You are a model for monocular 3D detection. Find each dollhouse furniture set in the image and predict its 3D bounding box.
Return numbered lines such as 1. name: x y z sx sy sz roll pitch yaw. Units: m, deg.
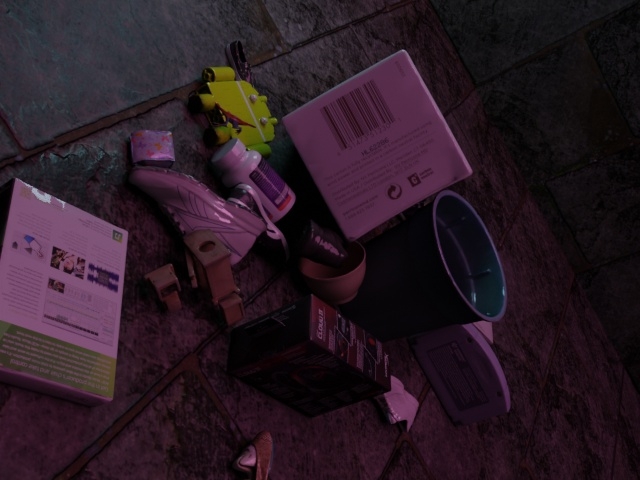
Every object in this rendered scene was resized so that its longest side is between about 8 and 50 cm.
1. dollhouse furniture set: -0.252 0.096 1.504 0.101 0.161 0.181 44 -28 41

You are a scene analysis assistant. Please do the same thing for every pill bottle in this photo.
1. pill bottle: -0.154 -0.135 1.744 0.193 0.108 0.108 49 35 -25

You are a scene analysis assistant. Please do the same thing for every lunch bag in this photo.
1. lunch bag: -0.340 -0.182 1.553 0.083 0.053 0.071 0 67 -29

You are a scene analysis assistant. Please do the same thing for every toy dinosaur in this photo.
1. toy dinosaur: -0.201 -0.279 1.731 0.082 0.090 0.047 70 4 -53

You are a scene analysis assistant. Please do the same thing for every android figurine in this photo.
1. android figurine: -0.198 -0.299 1.848 0.273 0.056 0.248 -20 86 -57

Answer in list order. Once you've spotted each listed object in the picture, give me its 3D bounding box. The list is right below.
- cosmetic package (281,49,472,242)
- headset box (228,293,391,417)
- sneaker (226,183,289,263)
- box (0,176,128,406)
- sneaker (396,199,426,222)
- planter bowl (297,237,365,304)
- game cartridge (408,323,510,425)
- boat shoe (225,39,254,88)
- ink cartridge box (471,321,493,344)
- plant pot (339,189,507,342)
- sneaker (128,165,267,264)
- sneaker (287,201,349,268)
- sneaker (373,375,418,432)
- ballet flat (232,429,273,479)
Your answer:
1. cosmetic package: 0.142 -0.222 1.904 0.327 0.330 0.394 61 8 0
2. headset box: -0.028 0.235 1.568 0.293 0.218 0.110 37 40 -37
3. sneaker: -0.158 -0.005 1.696 0.121 0.079 0.216 -51 125 -34
4. box: -0.427 0.085 1.238 0.232 0.059 0.321 31 43 -42
5. sneaker: 0.294 -0.091 2.388 0.235 0.097 0.084 43 38 -32
6. planter bowl: 0.035 0.083 1.849 0.162 0.162 0.109 -69 152 -50
7. game cartridge: 0.393 0.359 2.127 0.294 0.196 0.060 61 33 -7
8. boat shoe: -0.198 -0.439 1.956 0.049 0.040 0.142 -18 83 -59
9. ink cartridge box: 0.383 0.191 2.254 0.168 0.171 0.232 42 38 -33
10. plant pot: 0.238 0.093 1.951 0.341 0.334 0.341 36 41 -40
11. sneaker: -0.251 -0.052 1.537 0.297 0.111 0.129 30 86 -19
12. sneaker: 0.000 0.000 1.802 0.130 0.109 0.286 30 16 -10
13. sneaker: 0.171 0.399 1.894 0.212 0.080 0.094 43 49 -34
14. ballet flat: -0.130 0.438 1.422 0.067 0.073 0.206 26 43 -26
